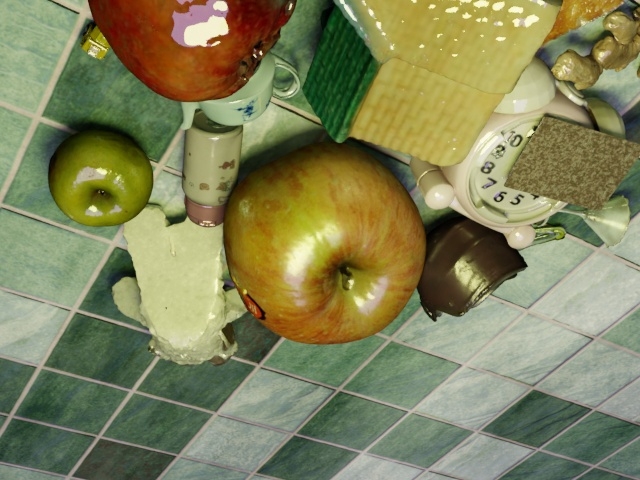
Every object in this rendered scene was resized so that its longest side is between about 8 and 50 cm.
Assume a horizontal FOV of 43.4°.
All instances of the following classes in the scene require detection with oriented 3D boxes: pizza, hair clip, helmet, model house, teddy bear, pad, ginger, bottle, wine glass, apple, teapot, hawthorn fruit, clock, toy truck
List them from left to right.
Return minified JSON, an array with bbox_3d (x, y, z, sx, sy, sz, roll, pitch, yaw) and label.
[{"bbox_3d":[-0.417,-0.121,1.530,0.196,0.157,0.197,-3,135,-3],"label":"apple"},{"bbox_3d":[-0.373,-0.353,1.375,0.049,0.054,0.083,28,127,-30],"label":"toy truck"},{"bbox_3d":[-0.300,0.117,1.821,0.327,0.376,0.362,-5,177,-2],"label":"teddy bear"},{"bbox_3d":[-0.197,-0.379,1.224,0.308,0.325,0.308,-28,171,-5],"label":"hawthorn fruit"},{"bbox_3d":[-0.213,-0.131,1.559,0.109,0.110,0.233,4,128,-9],"label":"bottle"},{"bbox_3d":[-0.149,-0.267,1.427,0.231,0.159,0.159,-17,135,-6],"label":"teapot"},{"bbox_3d":[0.000,0.000,1.565,0.400,0.334,0.401,-12,124,-18],"label":"apple"},{"bbox_3d":[0.139,-0.355,1.270,0.342,0.335,0.382,16,137,-7],"label":"model house"},{"bbox_3d":[0.292,0.046,1.736,0.225,0.305,0.177,-36,93,-15],"label":"helmet"},{"bbox_3d":[0.383,-0.175,1.549,0.342,0.184,0.326,19,127,-32],"label":"clock"},{"bbox_3d":[0.463,0.002,1.831,0.188,0.033,0.060,-19,132,16],"label":"hair clip"},{"bbox_3d":[0.424,-0.415,1.395,0.193,0.053,0.201,2,140,-9],"label":"pizza"},{"bbox_3d":[0.471,-0.138,1.493,0.234,0.003,0.158,11,125,-21],"label":"pad"},{"bbox_3d":[0.555,-0.057,1.727,0.182,0.122,0.122,8,134,-9],"label":"wine glass"},{"bbox_3d":[0.523,-0.348,1.437,0.258,0.065,0.150,-10,126,-23],"label":"ginger"}]
